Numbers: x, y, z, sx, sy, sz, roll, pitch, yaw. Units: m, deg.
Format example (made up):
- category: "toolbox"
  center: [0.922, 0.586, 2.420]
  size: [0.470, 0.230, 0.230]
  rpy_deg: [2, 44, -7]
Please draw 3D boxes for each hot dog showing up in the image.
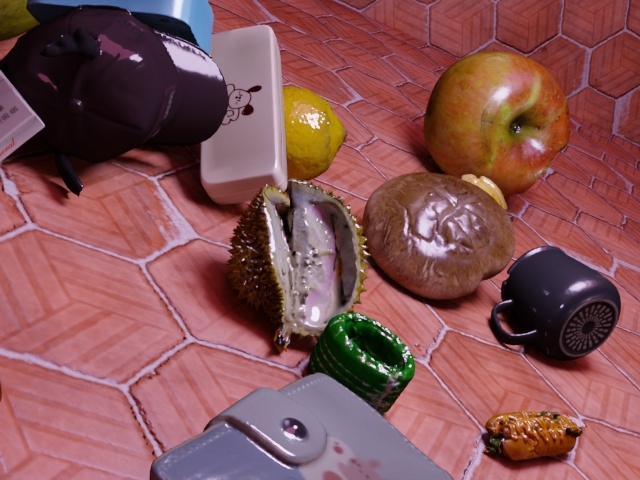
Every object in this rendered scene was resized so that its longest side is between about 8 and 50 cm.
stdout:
- category: "hot dog"
  center: [0.301, 0.270, 1.213]
  size: [0.188, 0.055, 0.072]
  rpy_deg: [7, 35, -41]

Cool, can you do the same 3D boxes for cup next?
- category: "cup"
  center: [0.396, 0.113, 1.507]
  size: [0.223, 0.169, 0.176]
  rpy_deg: [-16, 38, -15]

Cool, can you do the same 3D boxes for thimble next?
- category: "thimble"
  center: [0.055, 0.162, 1.115]
  size: [0.118, 0.090, 0.130]
  rpy_deg: [8, 33, -40]

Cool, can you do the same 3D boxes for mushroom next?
- category: "mushroom"
  center: [0.209, -0.012, 1.514]
  size: [0.278, 0.146, 0.278]
  rpy_deg: [9, 50, -11]

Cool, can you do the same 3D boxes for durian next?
- category: "durian"
  center: [-0.042, 0.045, 1.196]
  size: [0.193, 0.138, 0.237]
  rpy_deg: [21, 68, -15]

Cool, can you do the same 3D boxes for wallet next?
- category: "wallet"
  center: [-0.008, 0.260, 0.886]
  size: [0.252, 0.083, 0.360]
  rpy_deg: [43, 27, 15]

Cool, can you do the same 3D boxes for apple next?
- category: "apple"
  center: [0.407, -0.274, 2.021]
  size: [0.340, 0.339, 0.339]
  rpy_deg: [24, 26, -12]

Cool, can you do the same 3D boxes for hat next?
- category: "hat"
  center: [-0.287, -0.189, 1.222]
  size: [0.336, 0.238, 0.209]
  rpy_deg: [13, 30, -23]

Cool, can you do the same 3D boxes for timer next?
- category: "timer"
  center: [-0.307, -0.352, 1.348]
  size: [0.250, 0.091, 0.232]
  rpy_deg: [3, -7, 2]

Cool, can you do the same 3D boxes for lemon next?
- category: "lemon"
  center: [-0.060, -0.191, 1.539]
  size: [0.193, 0.180, 0.180]
  rpy_deg: [31, 25, -10]

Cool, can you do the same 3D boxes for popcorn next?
- category: "popcorn"
  center: [0.298, -0.042, 1.677]
  size: [0.152, 0.167, 0.148]
  rpy_deg: [-1, -17, 20]

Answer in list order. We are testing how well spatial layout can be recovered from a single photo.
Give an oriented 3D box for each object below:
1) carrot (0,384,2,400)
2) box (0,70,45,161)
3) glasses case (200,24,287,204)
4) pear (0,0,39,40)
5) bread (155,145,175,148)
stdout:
- category: "carrot"
  center: [-0.350, 0.108, 0.839]
  size: [0.139, 0.048, 0.048]
  rpy_deg: [45, 29, 27]
- category: "box"
  center: [-0.483, -0.187, 1.154]
  size: [0.245, 0.139, 0.035]
  rpy_deg: [47, -6, 29]
- category: "glasses case"
  center: [-0.130, -0.213, 1.428]
  size: [0.131, 0.070, 0.312]
  rpy_deg: [-8, 61, 9]
- category: "pear"
  center: [-0.603, -0.490, 1.369]
  size: [0.352, 0.352, 0.413]
  rpy_deg: [41, 18, 23]
- category: "bread"
  center: [-0.334, -0.239, 1.407]
  size: [0.268, 0.129, 0.152]
  rpy_deg: [14, -8, -30]
